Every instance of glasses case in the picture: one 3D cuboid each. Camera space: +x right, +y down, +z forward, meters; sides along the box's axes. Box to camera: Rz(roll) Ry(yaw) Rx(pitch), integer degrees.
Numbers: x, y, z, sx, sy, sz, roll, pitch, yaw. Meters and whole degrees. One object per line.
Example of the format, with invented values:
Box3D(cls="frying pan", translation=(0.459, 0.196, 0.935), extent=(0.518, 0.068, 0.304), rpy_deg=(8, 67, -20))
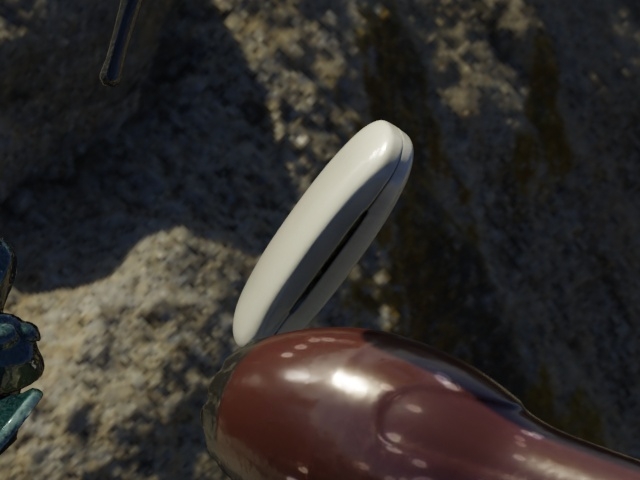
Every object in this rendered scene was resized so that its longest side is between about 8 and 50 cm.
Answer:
Box3D(cls="glasses case", translation=(0.000, 0.000, 0.984), extent=(0.049, 0.193, 0.074), rpy_deg=(29, 17, -19))

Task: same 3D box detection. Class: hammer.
Box3D(cls="hammer", translation=(-0.138, -0.245, 1.140), extent=(0.029, 0.246, 0.103), rpy_deg=(18, 8, 12))

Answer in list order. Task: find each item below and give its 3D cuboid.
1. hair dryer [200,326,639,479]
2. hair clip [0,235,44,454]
Box3D(cls="hair dryer", translation=(0.046, 0.231, 0.745), extent=(0.312, 0.340, 0.123), rpy_deg=(19, 7, 34))
Box3D(cls="hair clip", translation=(-0.371, 0.131, 1.246), extent=(0.206, 0.194, 0.310), rpy_deg=(45, 47, -4))
